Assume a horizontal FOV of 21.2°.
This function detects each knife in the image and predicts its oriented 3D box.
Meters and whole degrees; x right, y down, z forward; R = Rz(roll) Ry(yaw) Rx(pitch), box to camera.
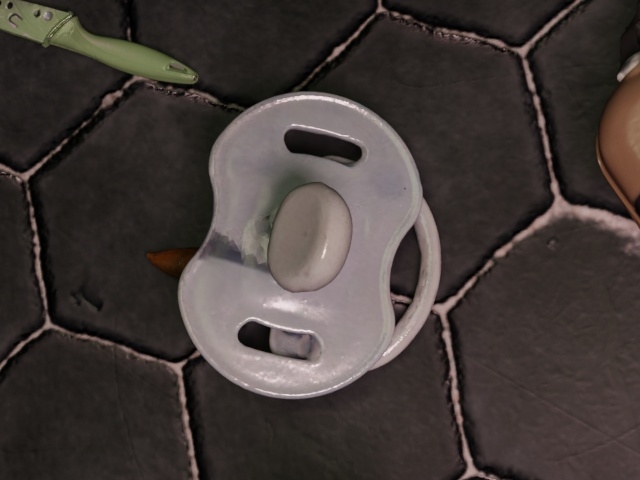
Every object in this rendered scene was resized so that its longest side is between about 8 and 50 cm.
[{"bbox_3d":[-0.247,-0.205,1.687,0.293,0.020,0.043,18,85,19],"label":"knife"}]

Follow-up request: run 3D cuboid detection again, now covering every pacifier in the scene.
[{"bbox_3d":[0.000,0.000,1.481,0.227,0.207,0.279,13,81,-1],"label":"pacifier"}]

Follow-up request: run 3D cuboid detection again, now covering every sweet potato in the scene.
[{"bbox_3d":[-0.120,0.022,1.596,0.095,0.034,0.034,6,79,27],"label":"sweet potato"}]

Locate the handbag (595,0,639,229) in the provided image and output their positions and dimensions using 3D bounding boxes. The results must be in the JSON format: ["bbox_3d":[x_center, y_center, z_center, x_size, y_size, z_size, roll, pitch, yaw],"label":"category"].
[{"bbox_3d":[0.369,-0.120,1.441,0.302,0.149,0.283,-38,70,6],"label":"handbag"}]
